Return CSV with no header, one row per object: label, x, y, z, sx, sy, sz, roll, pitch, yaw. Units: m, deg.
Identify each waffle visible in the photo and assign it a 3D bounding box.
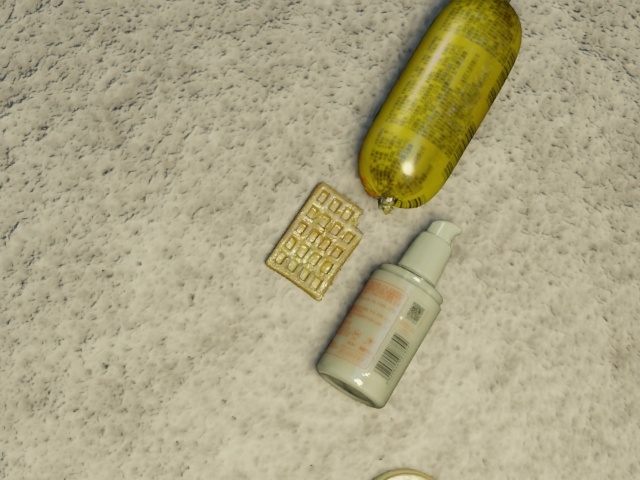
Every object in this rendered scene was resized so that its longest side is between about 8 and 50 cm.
waffle,0.000,0.000,1.815,0.092,0.021,0.135,35,78,4

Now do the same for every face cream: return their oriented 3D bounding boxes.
face cream,0.097,0.081,1.766,0.101,0.101,0.252,31,76,1

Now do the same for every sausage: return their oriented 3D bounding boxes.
sausage,0.155,-0.184,1.815,0.123,0.123,0.347,31,76,1

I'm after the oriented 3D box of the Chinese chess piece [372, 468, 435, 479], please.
Chinese chess piece,0.103,0.342,1.737,0.122,0.051,0.122,1,78,-6
